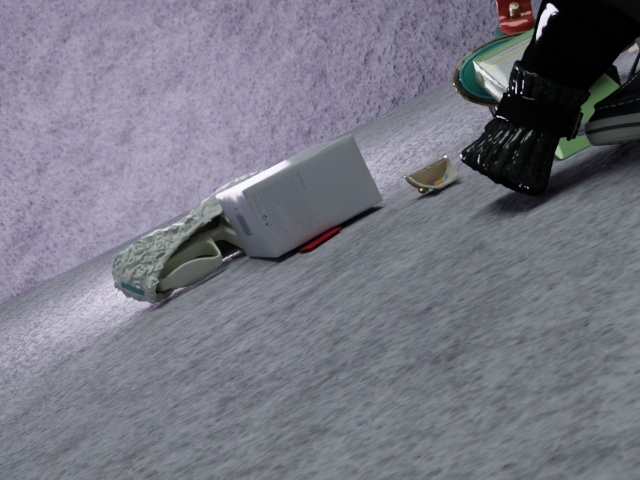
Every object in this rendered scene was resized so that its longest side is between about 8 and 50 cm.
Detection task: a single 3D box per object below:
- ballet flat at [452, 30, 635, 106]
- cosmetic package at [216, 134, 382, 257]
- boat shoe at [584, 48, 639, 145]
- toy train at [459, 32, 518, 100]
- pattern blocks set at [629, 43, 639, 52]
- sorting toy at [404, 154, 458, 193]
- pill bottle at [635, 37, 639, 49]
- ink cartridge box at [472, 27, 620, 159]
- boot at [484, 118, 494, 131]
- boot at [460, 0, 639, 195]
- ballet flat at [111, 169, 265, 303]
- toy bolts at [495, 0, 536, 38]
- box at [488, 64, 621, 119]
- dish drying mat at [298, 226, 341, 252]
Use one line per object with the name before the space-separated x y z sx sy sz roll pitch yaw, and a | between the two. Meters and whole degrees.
ballet flat | 0.375 -0.304 1.942 0.348 0.123 0.123 -24 9 -10
cosmetic package | -0.041 -0.077 2.089 0.224 0.138 0.224 -30 8 -14
boat shoe | 0.535 -0.271 1.614 0.500 0.156 0.187 -32 13 -28
toy train | 0.326 -0.295 2.033 0.166 0.046 0.125 -27 -33 -4
pattern blocks set | 0.749 -0.456 2.441 0.324 0.026 0.285 -21 10 28
sorting toy | 0.196 -0.103 1.930 0.083 0.045 0.075 -27 17 -12
pill bottle | 0.673 -0.401 1.871 0.323 0.182 0.181 -29 10 -19
ink cartridge box | 0.370 -0.241 1.782 0.171 0.056 0.235 -28 45 -11
boot | 0.350 -0.229 2.224 0.106 0.037 0.114 -22 8 -6
boot | 0.294 -0.195 1.484 0.260 0.131 0.348 -57 -10 -2
ballet flat | -0.208 0.007 2.213 0.409 0.147 0.147 -35 13 -30
toy bolts | 0.439 -0.371 2.140 0.228 0.158 0.218 -4 58 14
box | 0.413 -0.272 2.089 0.216 0.060 0.270 -17 14 7
dish drying mat | 0.000 0.000 1.970 0.083 0.008 0.032 -34 12 -37
